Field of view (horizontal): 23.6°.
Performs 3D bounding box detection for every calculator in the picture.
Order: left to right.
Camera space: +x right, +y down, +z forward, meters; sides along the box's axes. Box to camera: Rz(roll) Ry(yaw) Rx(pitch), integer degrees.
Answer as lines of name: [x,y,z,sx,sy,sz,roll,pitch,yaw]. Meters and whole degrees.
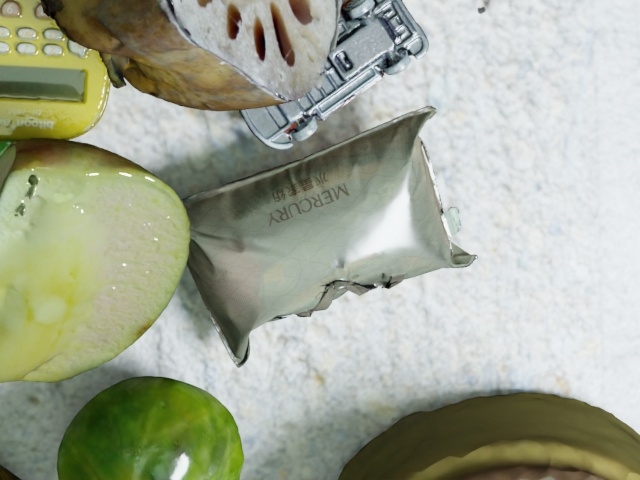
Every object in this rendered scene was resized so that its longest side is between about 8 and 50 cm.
calculator: [-0.255,-0.164,1.334,0.146,0.032,0.235,2,101,-10]

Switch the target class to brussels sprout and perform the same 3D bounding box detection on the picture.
brussels sprout: [-0.159,0.210,1.383,0.161,0.144,0.180,31,83,-49]

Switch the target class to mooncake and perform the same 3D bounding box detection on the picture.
mooncake: [0.177,0.355,1.425,0.393,0.246,0.394,-3,100,-3]

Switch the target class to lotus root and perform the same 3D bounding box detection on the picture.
lotus root: [-0.124,-0.221,1.247,0.192,0.272,0.272,-14,107,26]

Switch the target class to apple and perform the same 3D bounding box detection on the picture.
apple: [-0.222,0.015,1.330,0.193,0.120,0.265,11,127,-27]

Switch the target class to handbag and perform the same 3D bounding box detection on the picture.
handbag: [0.000,0.000,1.377,0.270,0.117,0.182,-21,114,-3]

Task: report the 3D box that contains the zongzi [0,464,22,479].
zongzi: [-0.344,0.171,1.358,0.242,0.112,0.221,-7,103,-17]

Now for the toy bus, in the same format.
toy bus: [0.003,-0.155,1.357,0.174,0.077,0.079,-36,109,0]
